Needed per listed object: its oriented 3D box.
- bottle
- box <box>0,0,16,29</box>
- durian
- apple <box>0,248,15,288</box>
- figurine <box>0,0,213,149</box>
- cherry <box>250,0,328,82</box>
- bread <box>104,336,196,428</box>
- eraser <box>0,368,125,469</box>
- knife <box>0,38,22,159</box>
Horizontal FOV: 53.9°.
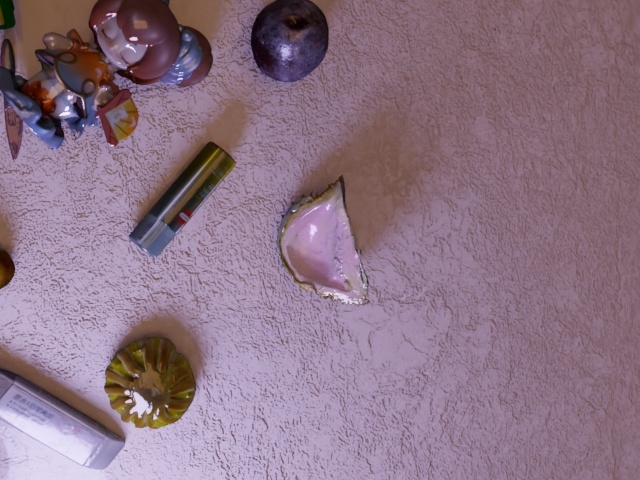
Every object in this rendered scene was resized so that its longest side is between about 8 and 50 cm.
[{"bbox_3d":[-0.311,-0.092,1.420,0.082,0.082,0.286,42,82,-19],"label":"bottle"},{"bbox_3d":[-0.702,-0.462,1.149,0.250,0.103,0.180,-34,129,-48],"label":"box"},{"bbox_3d":[-0.007,0.013,1.514,0.195,0.185,0.305,-13,97,1],"label":"durian"},{"bbox_3d":[-0.690,0.062,1.287,0.114,0.102,0.099,17,88,-22],"label":"apple"},{"bbox_3d":[-0.429,-0.365,1.284,0.388,0.248,0.277,-37,110,-3],"label":"figurine"},{"bbox_3d":[-0.066,-0.458,1.415,0.195,0.195,0.195,-2,97,-20],"label":"cherry"},{"bbox_3d":[-0.386,0.329,1.430,0.213,0.105,0.213,-3,99,-18],"label":"bread"},{"bbox_3d":[-0.594,0.396,1.382,0.352,0.061,0.089,41,83,-19],"label":"eraser"},{"bbox_3d":[-0.643,-0.292,1.313,0.035,0.018,0.247,-5,100,-23],"label":"knife"}]
